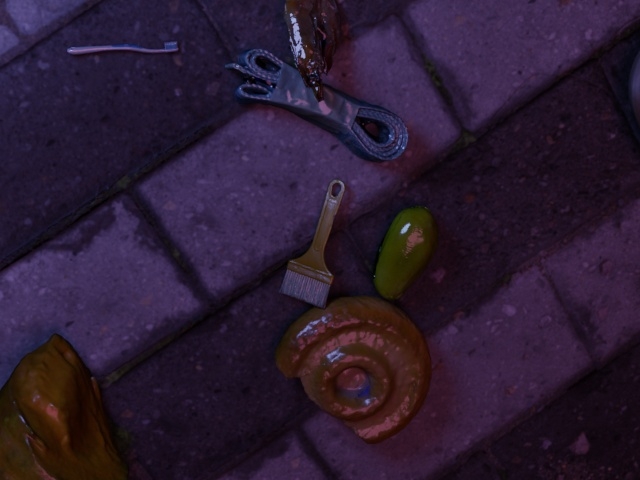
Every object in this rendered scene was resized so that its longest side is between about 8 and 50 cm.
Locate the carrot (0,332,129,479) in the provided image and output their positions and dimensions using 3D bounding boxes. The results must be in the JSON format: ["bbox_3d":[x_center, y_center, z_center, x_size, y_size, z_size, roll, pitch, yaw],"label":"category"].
[{"bbox_3d":[-0.421,0.346,1.642,0.241,0.241,0.341,34,98,-20],"label":"carrot"}]

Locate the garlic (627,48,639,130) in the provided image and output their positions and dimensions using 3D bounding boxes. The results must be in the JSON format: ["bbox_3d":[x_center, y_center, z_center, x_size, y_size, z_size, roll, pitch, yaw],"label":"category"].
[{"bbox_3d":[0.633,-0.246,1.780,0.279,0.132,0.325,26,101,-20],"label":"garlic"}]

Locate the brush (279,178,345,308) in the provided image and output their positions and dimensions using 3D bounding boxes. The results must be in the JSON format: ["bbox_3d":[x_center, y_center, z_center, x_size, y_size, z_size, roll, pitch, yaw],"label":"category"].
[{"bbox_3d":[0.000,0.000,1.745,0.083,0.011,0.205,20,95,21],"label":"brush"}]

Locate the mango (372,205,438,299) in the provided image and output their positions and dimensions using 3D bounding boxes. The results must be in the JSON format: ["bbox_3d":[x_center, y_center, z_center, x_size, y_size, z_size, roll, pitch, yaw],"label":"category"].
[{"bbox_3d":[0.139,0.023,1.769,0.091,0.074,0.165,15,102,-19],"label":"mango"}]

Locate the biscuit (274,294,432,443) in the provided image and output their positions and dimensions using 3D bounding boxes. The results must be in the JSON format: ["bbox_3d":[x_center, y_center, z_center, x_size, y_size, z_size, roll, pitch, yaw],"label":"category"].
[{"bbox_3d":[0.070,0.201,1.797,0.274,0.091,0.213,37,97,-18],"label":"biscuit"}]

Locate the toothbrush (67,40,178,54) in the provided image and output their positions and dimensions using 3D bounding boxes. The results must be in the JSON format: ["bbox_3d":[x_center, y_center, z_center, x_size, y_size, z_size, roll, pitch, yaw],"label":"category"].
[{"bbox_3d":[-0.290,-0.280,1.607,0.162,0.014,0.017,-6,122,-12],"label":"toothbrush"}]

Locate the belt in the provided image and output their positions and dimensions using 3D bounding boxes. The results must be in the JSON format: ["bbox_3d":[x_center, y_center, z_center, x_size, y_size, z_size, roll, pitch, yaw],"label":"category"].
[{"bbox_3d":[-0.005,-0.203,1.666,0.302,0.072,0.087,23,93,-18],"label":"belt"}]

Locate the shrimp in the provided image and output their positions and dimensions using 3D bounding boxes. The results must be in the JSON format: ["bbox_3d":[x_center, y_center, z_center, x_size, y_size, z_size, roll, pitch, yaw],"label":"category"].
[{"bbox_3d":[-0.006,-0.297,1.620,0.101,0.042,0.190,4,75,-31],"label":"shrimp"}]
